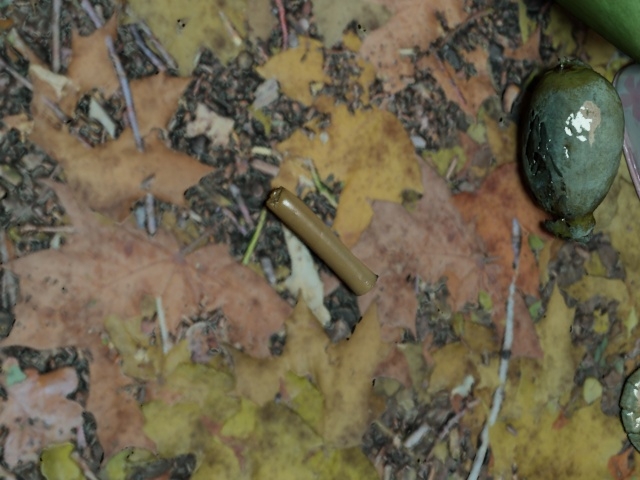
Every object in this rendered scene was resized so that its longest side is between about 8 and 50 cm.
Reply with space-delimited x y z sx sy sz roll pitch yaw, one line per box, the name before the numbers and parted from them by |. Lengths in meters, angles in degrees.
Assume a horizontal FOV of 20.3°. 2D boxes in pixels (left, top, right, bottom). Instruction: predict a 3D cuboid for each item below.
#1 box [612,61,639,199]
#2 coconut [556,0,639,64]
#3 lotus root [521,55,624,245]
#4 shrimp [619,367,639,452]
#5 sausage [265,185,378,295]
box | 0.415 -0.085 1.494 0.112 0.369 0.190 -27 101 -27
coconut | 0.298 -0.292 1.481 0.328 0.281 0.328 1 89 -45
lotus root | 0.217 -0.076 1.546 0.088 0.088 0.165 -4 101 -31
shrimp | 0.341 0.164 1.645 0.161 0.034 0.091 15 93 -23
sausage | 0.000 0.000 1.444 0.116 0.026 0.026 44 68 -22
